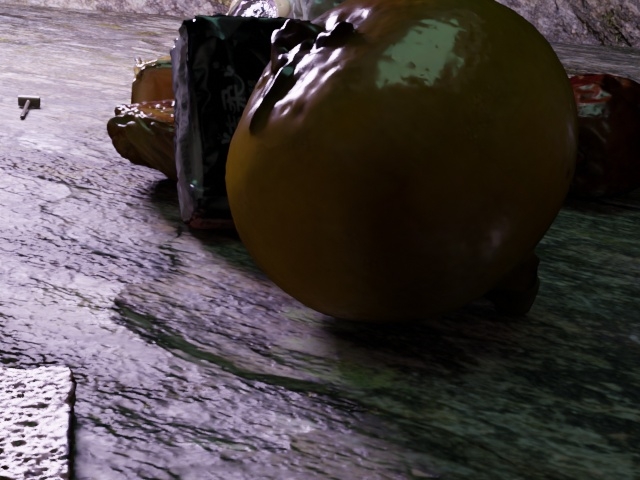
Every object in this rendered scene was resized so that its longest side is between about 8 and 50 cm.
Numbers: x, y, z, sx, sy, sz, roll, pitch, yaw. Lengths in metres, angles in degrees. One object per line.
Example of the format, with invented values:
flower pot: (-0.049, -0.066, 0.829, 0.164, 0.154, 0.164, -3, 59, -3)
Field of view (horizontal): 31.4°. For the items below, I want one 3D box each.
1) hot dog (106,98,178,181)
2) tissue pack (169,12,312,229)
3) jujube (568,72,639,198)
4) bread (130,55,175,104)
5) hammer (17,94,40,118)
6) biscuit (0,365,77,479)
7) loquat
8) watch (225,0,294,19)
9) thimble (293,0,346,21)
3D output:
hot dog: (-0.149, -0.123, 1.470, 0.259, 0.114, 0.175, -10, 27, -34)
tissue pack: (-0.007, -0.133, 1.331, 0.332, 0.245, 0.123, -1, -14, -20)
jujube: (0.386, -0.141, 1.579, 0.183, 0.183, 0.243, 13, 27, 26)
bread: (-0.158, -0.206, 1.685, 0.241, 0.136, 0.107, 2, 17, -4)
hammer: (-0.474, -0.214, 1.831, 0.035, 0.019, 0.110, 2, 20, -9)
biscuit: (-0.227, 0.138, 0.748, 0.131, 0.025, 0.231, 0, 18, -10)
loquat: (0.090, -0.063, 1.051, 0.359, 0.328, 0.328, 46, 5, -20)
watch: (-0.068, -0.333, 2.072, 0.210, 0.248, 0.217, 15, -6, 35)
thimble: (0.055, -0.306, 1.784, 0.195, 0.292, 0.291, -4, 18, -7)
